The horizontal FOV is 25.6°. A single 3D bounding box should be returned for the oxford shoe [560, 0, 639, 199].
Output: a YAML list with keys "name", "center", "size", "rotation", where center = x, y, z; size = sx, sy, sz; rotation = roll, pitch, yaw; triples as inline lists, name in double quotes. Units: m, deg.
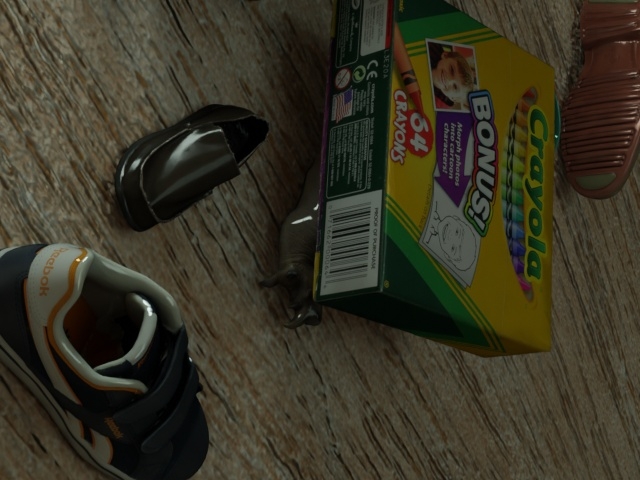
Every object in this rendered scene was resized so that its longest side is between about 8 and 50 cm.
- name: "oxford shoe"
  center: [0.479, -0.221, 2.247]
  size: [0.146, 0.140, 0.397]
  rotation: [49, 49, -49]

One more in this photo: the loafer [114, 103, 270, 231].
- name: "loafer"
  center: [-0.123, -0.083, 1.398]
  size: [0.220, 0.078, 0.080]
  rotation: [-49, 123, -47]

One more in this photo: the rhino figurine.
- name: "rhino figurine"
  center: [0.000, 0.000, 1.568]
  size: [0.106, 0.073, 0.243]
  rotation: [46, 51, -29]

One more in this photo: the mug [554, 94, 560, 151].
- name: "mug"
  center: [0.254, -0.168, 1.942]
  size: [0.157, 0.097, 0.129]
  rotation: [-9, 92, -55]

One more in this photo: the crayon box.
- name: "crayon box"
  center: [0.141, -0.075, 1.604]
  size: [0.313, 0.106, 0.363]
  rotation: [20, 68, -44]

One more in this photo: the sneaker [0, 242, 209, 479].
- name: "sneaker"
  center: [-0.172, 0.123, 1.255]
  size: [0.321, 0.127, 0.126]
  rotation: [50, 45, -40]
